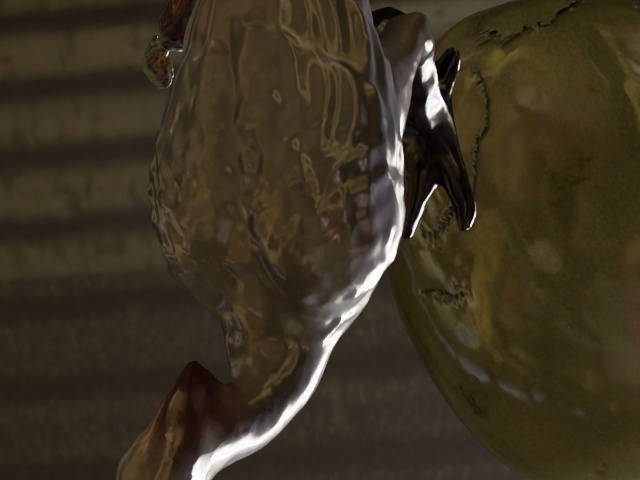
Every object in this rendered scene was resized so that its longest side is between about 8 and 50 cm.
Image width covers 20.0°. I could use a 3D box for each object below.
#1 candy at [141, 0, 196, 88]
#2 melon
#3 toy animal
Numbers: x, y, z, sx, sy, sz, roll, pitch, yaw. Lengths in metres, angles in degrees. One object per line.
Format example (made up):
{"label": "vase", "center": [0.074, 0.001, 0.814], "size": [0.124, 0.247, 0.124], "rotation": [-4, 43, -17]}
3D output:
{"label": "candy", "center": [-0.106, -0.213, 1.602], "size": [0.043, 0.175, 0.045], "rotation": [7, -145, -43]}
{"label": "melon", "center": [0.171, -0.004, 1.109], "size": [0.269, 0.330, 0.268], "rotation": [-21, -167, 5]}
{"label": "toy animal", "center": [-0.011, -0.008, 0.656], "size": [0.090, 0.195, 0.324], "rotation": [-2, -140, 26]}
